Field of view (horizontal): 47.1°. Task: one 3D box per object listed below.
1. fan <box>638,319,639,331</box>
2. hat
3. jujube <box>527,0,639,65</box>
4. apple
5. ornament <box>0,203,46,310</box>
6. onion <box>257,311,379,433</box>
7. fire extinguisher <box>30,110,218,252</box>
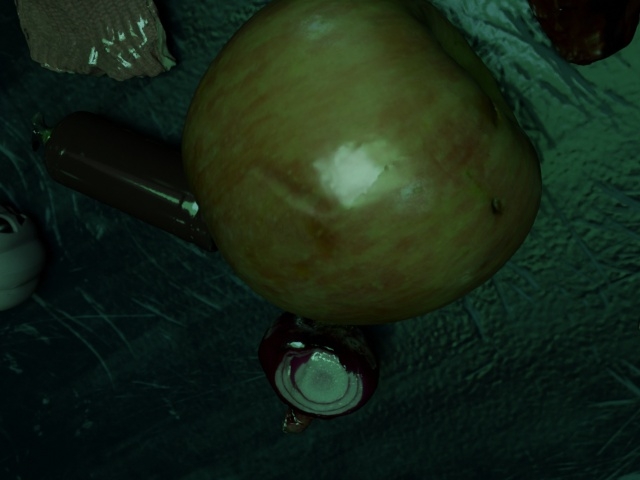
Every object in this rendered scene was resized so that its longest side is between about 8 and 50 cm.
[{"bbox_3d":[0.540,0.132,0.947,0.227,0.008,0.152,-19,99,20],"label":"fan"},{"bbox_3d":[-0.323,-0.357,0.986,0.237,0.107,0.286,4,130,13],"label":"hat"},{"bbox_3d":[0.301,-0.316,0.814,0.168,0.168,0.236,-10,119,17],"label":"jujube"},{"bbox_3d":[0.034,-0.094,0.823,0.346,0.391,0.391,-33,95,23],"label":"apple"},{"bbox_3d":[-0.517,0.029,1.117,0.177,0.177,0.177,4,106,14],"label":"ornament"},{"bbox_3d":[-0.007,0.185,1.053,0.173,0.135,0.198,25,125,4],"label":"onion"},{"bbox_3d":[-0.279,-0.096,1.051,0.337,0.114,0.135,25,154,7],"label":"fire extinguisher"}]
